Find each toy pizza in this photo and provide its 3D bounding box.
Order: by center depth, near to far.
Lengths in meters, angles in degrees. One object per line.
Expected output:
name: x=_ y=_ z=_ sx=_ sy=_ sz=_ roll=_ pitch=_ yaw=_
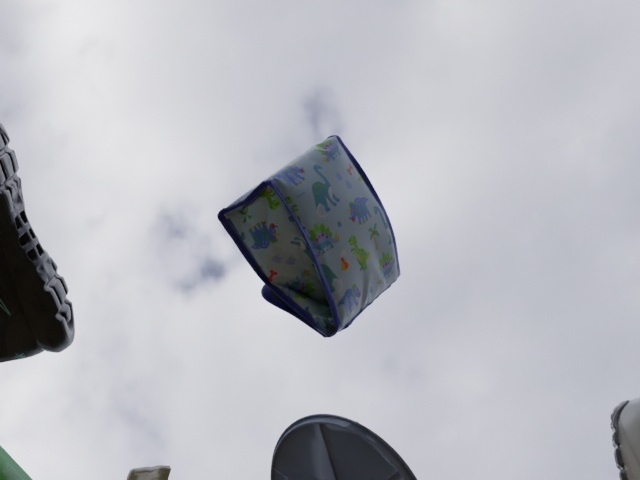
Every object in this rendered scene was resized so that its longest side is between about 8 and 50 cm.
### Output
toy pizza: x=0.034 y=0.256 z=1.398 sx=0.201 sy=0.032 sz=0.201 roll=18 pitch=-60 yaw=35

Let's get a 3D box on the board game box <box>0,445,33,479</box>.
board game box: x=-0.427 y=0.237 z=1.485 sx=0.213 sy=0.046 sz=0.317 roll=-24 pitch=-63 yaw=23

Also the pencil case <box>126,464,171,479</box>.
pencil case: x=-0.016 y=0.299 z=0.835 sx=0.160 sy=0.410 sz=0.184 roll=0 pitch=-68 yaw=-51

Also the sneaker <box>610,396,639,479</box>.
sneaker: x=0.349 y=0.251 z=1.219 sx=0.129 sy=0.111 sz=0.297 roll=-36 pitch=-98 yaw=9

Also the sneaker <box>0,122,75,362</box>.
sneaker: x=-0.310 y=-0.011 z=1.305 sx=0.106 sy=0.101 sz=0.267 roll=-17 pitch=-80 yaw=4

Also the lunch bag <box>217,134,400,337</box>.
lunch bag: x=0.000 y=0.000 z=1.335 sx=0.096 sy=0.129 sz=0.151 roll=-33 pitch=-86 yaw=41
